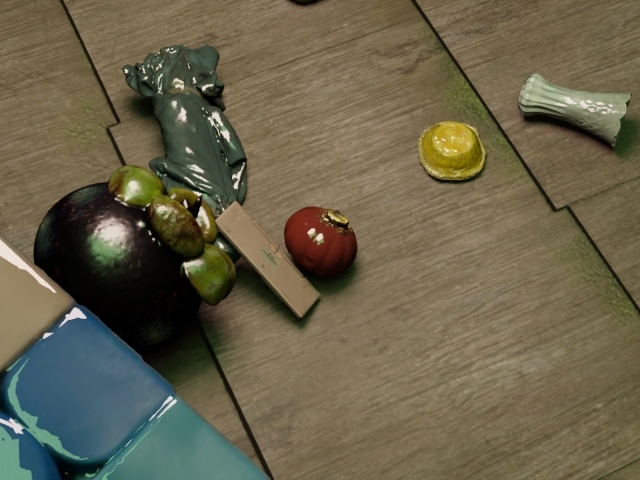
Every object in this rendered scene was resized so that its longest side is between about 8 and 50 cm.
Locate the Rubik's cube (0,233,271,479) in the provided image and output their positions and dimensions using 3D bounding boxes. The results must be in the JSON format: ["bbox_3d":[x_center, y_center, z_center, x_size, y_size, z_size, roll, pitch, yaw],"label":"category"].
[{"bbox_3d":[-0.303,0.260,0.967,0.346,0.347,0.344,40,60,6],"label":"Rubik's cube"}]

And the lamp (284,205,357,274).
[{"bbox_3d":[0.000,0.000,1.434,0.101,0.090,0.101,29,27,-16],"label":"lamp"}]

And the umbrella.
[{"bbox_3d":[-0.170,-0.115,1.492,0.143,0.094,0.348,-10,62,-15],"label":"umbrella"}]

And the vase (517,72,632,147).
[{"bbox_3d":[0.356,-0.189,1.565,0.149,0.081,0.081,17,61,13],"label":"vase"}]

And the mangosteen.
[{"bbox_3d":[-0.228,0.027,1.330,0.243,0.243,0.243,1,60,-1],"label":"mangosteen"}]

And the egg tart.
[{"bbox_3d":[0.184,-0.131,1.545,0.105,0.039,0.105,0,59,0],"label":"egg tart"}]

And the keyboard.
[{"bbox_3d":[-0.069,0.025,1.409,0.166,0.017,0.055,48,47,-8],"label":"keyboard"}]
